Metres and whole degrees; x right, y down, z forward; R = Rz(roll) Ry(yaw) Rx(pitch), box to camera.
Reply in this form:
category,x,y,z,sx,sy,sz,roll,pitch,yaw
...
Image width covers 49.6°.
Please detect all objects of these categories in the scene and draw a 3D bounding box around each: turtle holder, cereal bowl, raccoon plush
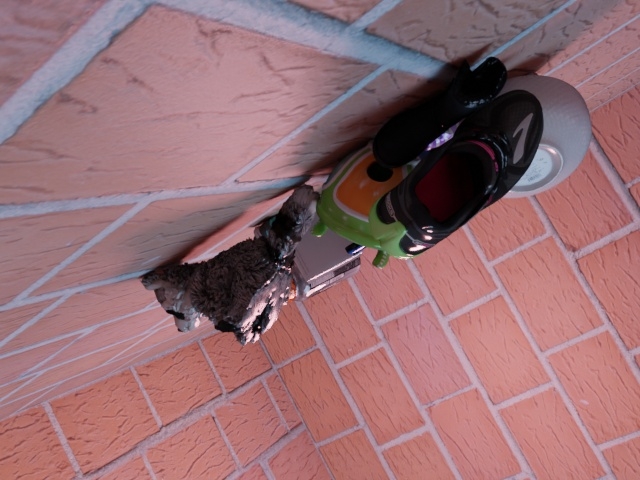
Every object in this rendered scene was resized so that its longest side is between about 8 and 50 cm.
category,x,y,z,sx,sy,sz,roll,pitch,yaw
turtle holder,0.142,-0.094,1.532,0.320,0.243,0.227,-1,118,-48
cereal bowl,0.482,-0.219,1.653,0.339,0.141,0.339,-2,138,-2
raccoon plush,-0.209,0.032,1.640,0.446,0.299,0.216,-60,159,-7

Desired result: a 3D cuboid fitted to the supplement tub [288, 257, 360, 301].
category,x,y,z,sx,sy,sz,roll,pitch,yaw
supplement tub,-0.030,0.093,2.466,0.316,0.193,0.193,-24,172,-29

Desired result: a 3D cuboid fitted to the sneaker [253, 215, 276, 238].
category,x,y,z,sx,sy,sz,roll,pitch,yaw
sneaker,-0.089,-0.041,1.770,0.166,0.065,0.076,-25,169,-42

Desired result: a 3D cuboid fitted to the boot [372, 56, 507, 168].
category,x,y,z,sx,sy,sz,roll,pitch,yaw
boot,0.222,-0.246,1.322,0.246,0.094,0.207,-34,178,-13

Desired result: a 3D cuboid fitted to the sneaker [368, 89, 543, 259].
category,x,y,z,sx,sy,sz,roll,pitch,yaw
sneaker,0.305,-0.137,1.347,0.483,0.185,0.202,-44,-175,-24

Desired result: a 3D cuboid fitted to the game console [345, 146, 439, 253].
category,x,y,z,sx,sy,sz,roll,pitch,yaw
game console,0.186,-0.119,1.785,0.293,0.173,0.250,-33,174,29

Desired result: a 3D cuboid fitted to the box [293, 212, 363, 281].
category,x,y,z,sx,sy,sz,roll,pitch,yaw
box,0.000,0.000,1.915,0.182,0.181,0.119,-28,173,-2

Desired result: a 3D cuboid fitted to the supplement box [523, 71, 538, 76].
category,x,y,z,sx,sy,sz,roll,pitch,yaw
supplement box,0.471,-0.306,1.763,0.239,0.130,0.073,-31,175,29

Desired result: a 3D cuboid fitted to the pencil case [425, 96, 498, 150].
category,x,y,z,sx,sy,sz,roll,pitch,yaw
pencil case,0.295,-0.272,1.506,0.206,0.086,0.088,-29,139,-11
